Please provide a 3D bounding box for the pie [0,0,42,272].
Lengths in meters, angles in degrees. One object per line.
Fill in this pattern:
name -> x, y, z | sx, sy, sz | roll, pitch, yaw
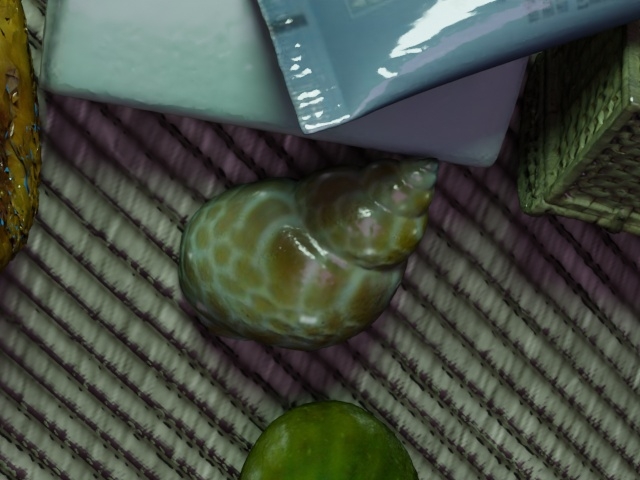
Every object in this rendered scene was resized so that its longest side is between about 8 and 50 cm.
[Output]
pie -> -0.222, -0.087, 0.741 | 0.069, 0.273, 0.273 | -13, 106, 21

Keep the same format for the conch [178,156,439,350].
conch -> -0.009, 0.012, 0.879 | 0.173, 0.106, 0.116 | -3, 84, 4

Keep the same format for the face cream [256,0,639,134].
face cream -> 0.154, -0.165, 0.770 | 0.385, 0.086, 0.135 | -16, 66, -7

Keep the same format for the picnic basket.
picnic basket -> 0.241, -0.071, 0.878 | 0.196, 0.154, 0.134 | 13, 58, -13

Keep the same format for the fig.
fig -> 0.006, 0.176, 0.886 | 0.123, 0.156, 0.123 | -1, 103, -4

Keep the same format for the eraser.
eraser -> -0.018, -0.158, 0.837 | 0.290, 0.104, 0.189 | 9, 93, -13
